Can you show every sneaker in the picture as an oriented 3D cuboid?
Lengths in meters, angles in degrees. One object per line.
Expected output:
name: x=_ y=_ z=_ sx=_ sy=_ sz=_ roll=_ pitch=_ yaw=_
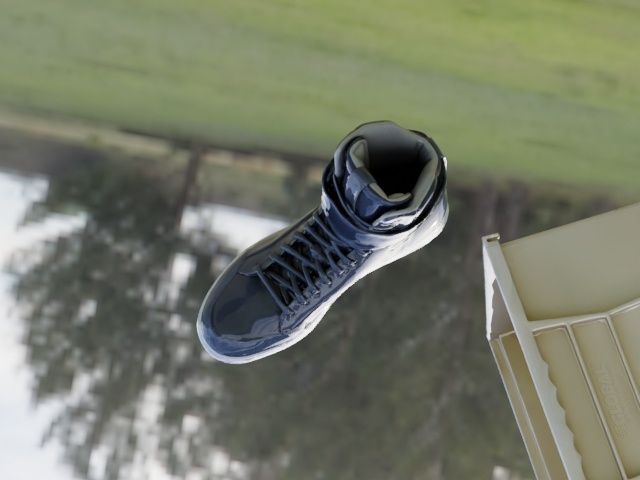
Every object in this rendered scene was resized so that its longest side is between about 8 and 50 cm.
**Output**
sneaker: x=-0.001 y=-0.002 z=1.473 sx=0.086 sy=0.226 sz=0.163 roll=52 pitch=171 yaw=12

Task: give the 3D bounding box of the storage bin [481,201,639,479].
storage bin: x=0.210 y=0.134 z=1.355 sx=0.123 sy=0.260 sz=0.262 roll=-18 pitch=162 yaw=-1
